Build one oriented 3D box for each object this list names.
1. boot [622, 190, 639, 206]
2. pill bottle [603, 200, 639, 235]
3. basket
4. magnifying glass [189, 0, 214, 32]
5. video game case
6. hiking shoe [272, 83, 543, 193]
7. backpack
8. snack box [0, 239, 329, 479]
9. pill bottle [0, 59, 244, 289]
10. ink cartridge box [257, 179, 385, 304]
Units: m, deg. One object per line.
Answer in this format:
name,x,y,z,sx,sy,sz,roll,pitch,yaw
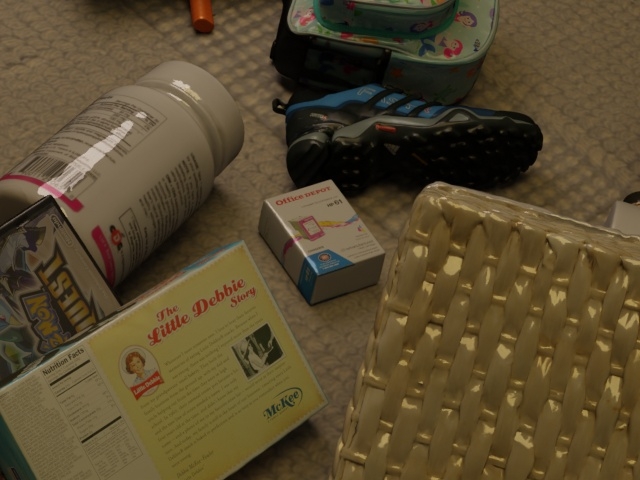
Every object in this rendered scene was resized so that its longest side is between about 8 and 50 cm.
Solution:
boot,0.430,0.025,1.978,0.197,0.077,0.137,6,49,12
pill bottle,0.469,0.101,1.796,0.407,0.229,0.229,18,46,5
basket,0.196,0.138,1.578,0.328,0.331,0.266,17,2,5
magnifying glass,-0.160,-0.355,2.217,0.092,0.026,0.231,30,38,-43
video game case,-0.271,0.133,1.641,0.248,0.035,0.275,-37,100,-36
hiking shoe,0.104,-0.134,2.023,0.304,0.113,0.132,-1,48,-13
backpack,0.088,-0.281,2.117,0.253,0.191,0.225,16,53,-7
snack box,-0.153,0.152,1.658,0.322,0.060,0.187,-32,98,-37
pill bottle,-0.212,-0.063,1.857,0.160,0.160,0.283,30,49,17
ink cartridge box,0.000,0.000,1.917,0.088,0.052,0.122,-18,52,-26
